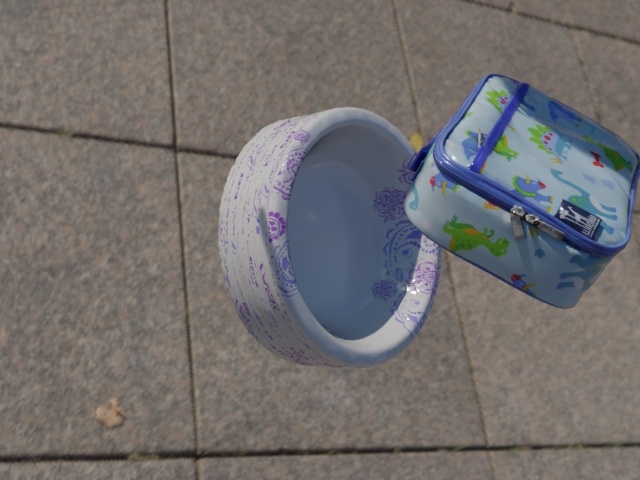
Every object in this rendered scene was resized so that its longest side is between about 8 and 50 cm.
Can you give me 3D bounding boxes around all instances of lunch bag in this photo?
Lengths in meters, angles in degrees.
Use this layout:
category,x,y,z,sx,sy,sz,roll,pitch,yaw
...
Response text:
category,x,y,z,sx,sy,sz,roll,pitch,yaw
lunch bag,0.175,-0.052,0.749,0.176,0.090,0.219,31,36,8

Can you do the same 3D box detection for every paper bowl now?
category,x,y,z,sx,sy,sz,roll,pitch,yaw
paper bowl,0.000,0.000,0.996,0.284,0.148,0.284,6,82,-48
